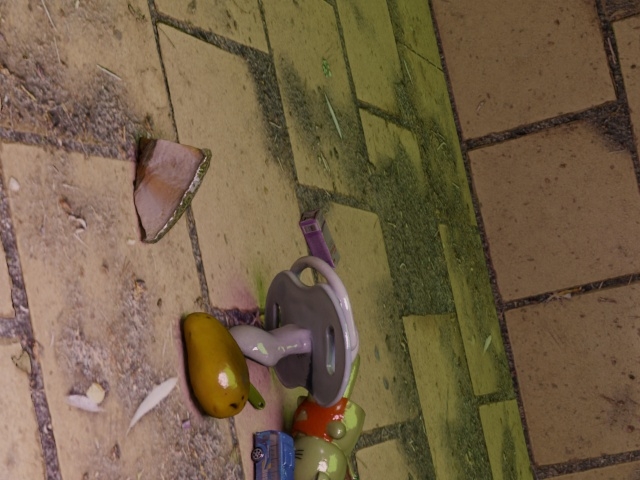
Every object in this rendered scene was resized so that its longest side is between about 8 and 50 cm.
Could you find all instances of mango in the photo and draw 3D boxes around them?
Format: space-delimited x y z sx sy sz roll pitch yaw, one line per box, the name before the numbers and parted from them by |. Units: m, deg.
mango | -0.153 0.179 1.835 0.103 0.076 0.161 -5 73 -64

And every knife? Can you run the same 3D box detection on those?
knife | -0.129 0.209 1.955 0.184 0.022 0.026 57 2 -41

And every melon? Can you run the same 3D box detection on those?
melon | -0.211 -0.094 1.817 0.093 0.139 0.202 35 42 -29

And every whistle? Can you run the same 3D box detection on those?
whistle | 0.007 0.307 2.041 0.106 0.131 0.288 26 61 -13

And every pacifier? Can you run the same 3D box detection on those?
pacifier | -0.061 0.144 1.978 0.207 0.279 0.227 -9 102 -27

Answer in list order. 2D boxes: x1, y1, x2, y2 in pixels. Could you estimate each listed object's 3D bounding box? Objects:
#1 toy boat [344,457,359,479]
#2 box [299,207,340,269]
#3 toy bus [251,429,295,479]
toy boat | 0.039 0.411 2.175 0.293 0.099 0.108 64 23 -10
box | 0.000 0.000 2.431 0.050 0.036 0.117 -70 142 -56
toy bus | -0.071 0.367 1.948 0.051 0.061 0.153 40 41 -51
